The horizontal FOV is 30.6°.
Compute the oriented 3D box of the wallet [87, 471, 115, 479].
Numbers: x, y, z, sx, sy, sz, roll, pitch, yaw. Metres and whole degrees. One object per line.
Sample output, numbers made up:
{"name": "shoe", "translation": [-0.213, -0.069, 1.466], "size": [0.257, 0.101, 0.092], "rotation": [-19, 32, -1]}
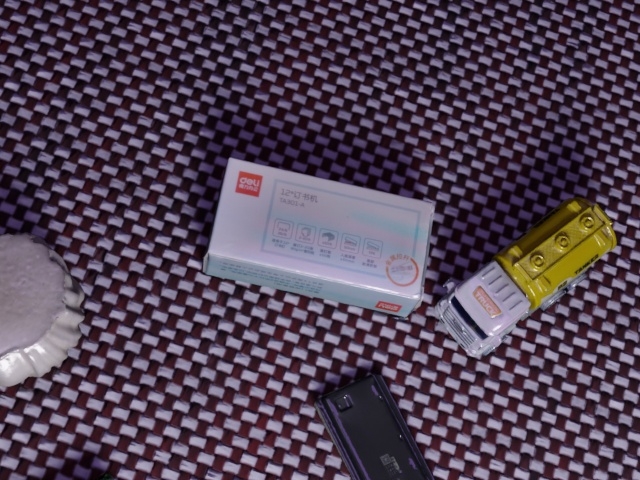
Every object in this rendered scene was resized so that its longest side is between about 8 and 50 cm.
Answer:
{"name": "wallet", "translation": [-0.289, 0.368, 1.233], "size": [0.236, 0.055, 0.160], "rotation": [-28, 69, -16]}

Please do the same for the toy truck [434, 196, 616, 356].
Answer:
{"name": "toy truck", "translation": [0.252, 0.039, 1.427], "size": [0.227, 0.114, 0.098], "rotation": [-35, 78, -20]}

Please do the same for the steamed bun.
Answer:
{"name": "steamed bun", "translation": [-0.353, 0.078, 1.313], "size": [0.183, 0.106, 0.183], "rotation": [4, 64, -9]}

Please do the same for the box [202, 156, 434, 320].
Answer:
{"name": "box", "translation": [0.000, 0.000, 1.418], "size": [0.269, 0.079, 0.135], "rotation": [12, 68, -5]}

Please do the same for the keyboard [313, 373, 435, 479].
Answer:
{"name": "keyboard", "translation": [0.079, 0.269, 1.354], "size": [0.094, 0.025, 0.230], "rotation": [-22, 74, -19]}
